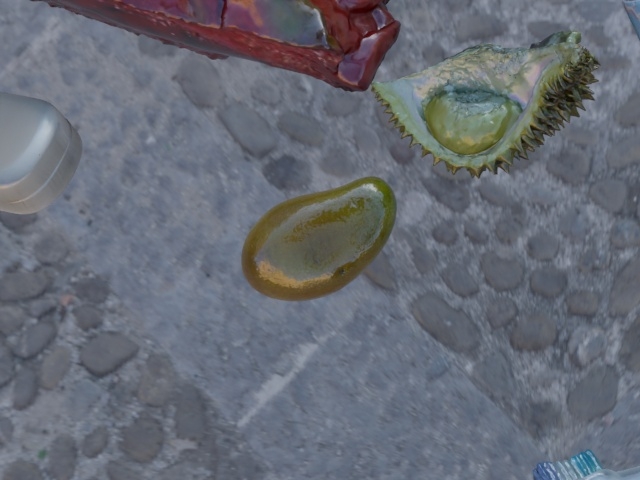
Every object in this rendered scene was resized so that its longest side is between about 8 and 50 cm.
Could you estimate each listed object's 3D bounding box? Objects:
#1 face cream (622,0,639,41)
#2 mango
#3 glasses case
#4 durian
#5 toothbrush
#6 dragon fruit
[{"bbox_3d":[0.370,-0.149,1.032,0.075,0.075,0.229,-31,108,4],"label":"face cream"},{"bbox_3d":[0.000,0.000,1.386,0.227,0.099,0.136,-29,89,14],"label":"mango"},{"bbox_3d":[-0.270,-0.073,0.805,0.196,0.050,0.083,13,63,28],"label":"glasses case"},{"bbox_3d":[0.225,-0.181,1.318,0.306,0.166,0.172,-8,31,48],"label":"durian"},{"bbox_3d":[0.379,0.166,0.937,0.417,0.042,0.040,-12,43,-15],"label":"toothbrush"},{"bbox_3d":[-0.090,-0.263,0.758,0.329,0.228,0.286,31,95,31],"label":"dragon fruit"}]
